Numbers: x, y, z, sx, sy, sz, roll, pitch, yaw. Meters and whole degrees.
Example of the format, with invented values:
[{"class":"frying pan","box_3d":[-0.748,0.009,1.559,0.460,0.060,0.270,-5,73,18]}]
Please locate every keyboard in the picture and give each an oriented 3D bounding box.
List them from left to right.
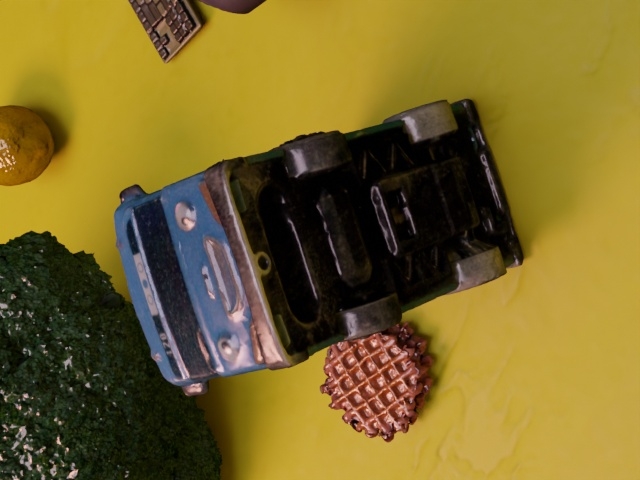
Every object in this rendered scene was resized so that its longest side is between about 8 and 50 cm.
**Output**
[{"class":"keyboard","box_3d":[-0.127,-0.190,0.924,0.049,0.015,0.129,-36,80,37]}]

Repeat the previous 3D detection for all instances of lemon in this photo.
[{"class":"lemon","box_3d":[-0.239,-0.073,1.008,0.083,0.062,0.062,2,103,34]}]

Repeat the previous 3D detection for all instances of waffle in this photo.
[{"class":"waffle","box_3d":[0.038,0.088,0.865,0.075,0.029,0.083,19,109,28]}]

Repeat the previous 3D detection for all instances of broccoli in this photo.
[{"class":"broccoli","box_3d":[-0.201,0.131,0.959,0.254,0.269,0.269,-44,70,-9]}]

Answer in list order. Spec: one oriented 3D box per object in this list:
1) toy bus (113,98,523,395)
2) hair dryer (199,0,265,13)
[{"class":"toy bus","box_3d":[0.000,0.000,0.743,0.133,0.234,0.116,-16,92,40]},{"class":"hair dryer","box_3d":[-0.080,-0.348,0.808,0.361,0.121,0.301,43,114,26]}]
